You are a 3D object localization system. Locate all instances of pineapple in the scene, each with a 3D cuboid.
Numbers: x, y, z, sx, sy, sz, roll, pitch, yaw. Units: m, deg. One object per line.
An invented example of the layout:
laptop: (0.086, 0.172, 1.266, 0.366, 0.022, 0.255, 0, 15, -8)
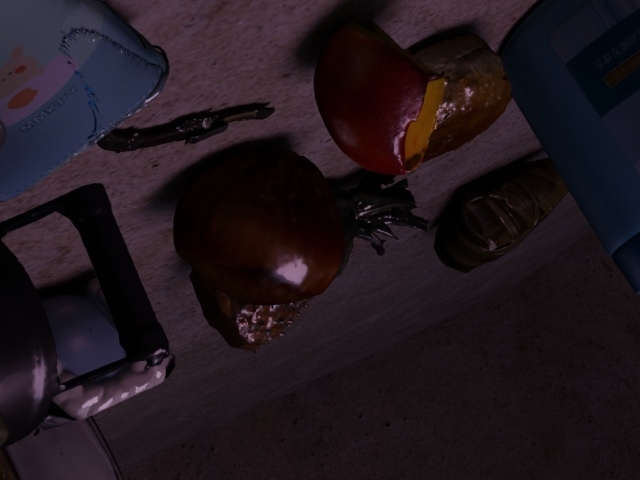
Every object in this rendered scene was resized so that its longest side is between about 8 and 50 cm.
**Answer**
pineapple: (-0.002, -0.002, 1.490, 0.364, 0.165, 0.165, -35, 169, -16)

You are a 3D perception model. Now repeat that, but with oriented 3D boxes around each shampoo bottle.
shampoo bottle: (0.436, -0.162, 1.337, 0.331, 0.343, 0.331, -28, 167, -7)

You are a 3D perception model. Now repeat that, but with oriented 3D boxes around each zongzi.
zongzi: (0.359, -0.064, 2.069, 0.288, 0.134, 0.286, -34, 175, -16)

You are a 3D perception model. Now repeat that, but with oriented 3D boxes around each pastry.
pastry: (0.128, -0.153, 1.264, 0.182, 0.093, 0.192, -29, 168, 7)

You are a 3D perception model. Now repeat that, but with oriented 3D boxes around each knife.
knife: (-0.127, -0.104, 1.051, 0.222, 0.021, 0.045, -15, 158, -47)

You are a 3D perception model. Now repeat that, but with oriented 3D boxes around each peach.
peach: (0.052, -0.135, 1.048, 0.118, 0.151, 0.151, -51, 165, 5)

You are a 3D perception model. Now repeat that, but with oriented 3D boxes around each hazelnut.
hazelnut: (-0.063, -0.017, 1.227, 0.204, 0.178, 0.178, 17, 141, -30)

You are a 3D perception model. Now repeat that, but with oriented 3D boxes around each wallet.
wallet: (-0.214, -0.110, 0.714, 0.176, 0.075, 0.250, -35, 166, 6)

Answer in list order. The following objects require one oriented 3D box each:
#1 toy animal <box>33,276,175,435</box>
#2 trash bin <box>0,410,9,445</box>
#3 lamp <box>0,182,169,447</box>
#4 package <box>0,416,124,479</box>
toy animal: (-0.293, 0.134, 1.309, 0.204, 0.156, 0.208, -25, -176, -33)
trash bin: (-0.336, 0.049, 0.674, 0.121, 0.247, 0.243, -36, 167, 33)
lamp: (-0.353, 0.104, 0.872, 0.374, 0.205, 0.272, -22, -178, 18)
package: (-0.407, 0.347, 1.517, 0.221, 0.311, 0.165, -35, 168, 27)
